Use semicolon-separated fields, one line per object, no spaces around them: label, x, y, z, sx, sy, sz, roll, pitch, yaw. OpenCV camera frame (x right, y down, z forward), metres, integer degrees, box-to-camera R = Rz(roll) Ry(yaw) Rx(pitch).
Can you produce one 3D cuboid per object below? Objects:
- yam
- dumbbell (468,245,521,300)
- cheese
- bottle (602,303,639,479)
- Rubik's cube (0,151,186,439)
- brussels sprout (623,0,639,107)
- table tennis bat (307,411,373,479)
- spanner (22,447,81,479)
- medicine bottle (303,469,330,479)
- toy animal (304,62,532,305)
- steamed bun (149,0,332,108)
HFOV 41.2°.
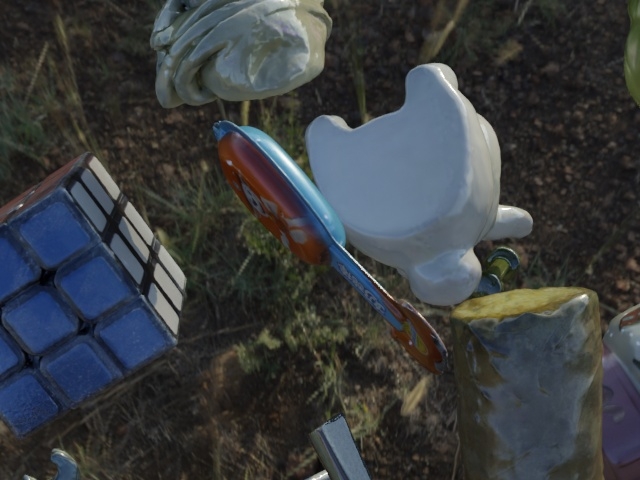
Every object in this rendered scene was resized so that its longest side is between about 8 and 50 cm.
yam;0.105;0.167;0.394;0.066;0.066;0.300;-8;101;-2
dumbbell;0.232;0.047;1.140;0.046;0.052;0.118;40;31;8
cheese;0.000;0.000;0.598;0.037;0.106;0.256;-38;67;-12
bottle;0.261;0.084;0.571;0.253;0.120;0.120;-28;60;6
Rubik's cube;-0.423;0.078;1.375;0.305;0.301;0.304;-31;17;5
brussels sprout;0.448;-0.217;0.866;0.273;0.316;0.243;-15;67;2
table tennis bat;0.049;0.212;0.521;0.130;0.019;0.220;-17;77;-43
spanner;-0.198;0.303;0.810;0.054;0.255;0.015;-31;21;-10
medicine bottle;-0.046;0.347;1.076;0.061;0.092;0.220;34;31;30
toy animal;0.135;-0.034;1.002;0.196;0.367;0.241;-20;78;15
steamed bun;-0.128;-0.339;1.304;0.267;0.207;0.280;-7;28;14
